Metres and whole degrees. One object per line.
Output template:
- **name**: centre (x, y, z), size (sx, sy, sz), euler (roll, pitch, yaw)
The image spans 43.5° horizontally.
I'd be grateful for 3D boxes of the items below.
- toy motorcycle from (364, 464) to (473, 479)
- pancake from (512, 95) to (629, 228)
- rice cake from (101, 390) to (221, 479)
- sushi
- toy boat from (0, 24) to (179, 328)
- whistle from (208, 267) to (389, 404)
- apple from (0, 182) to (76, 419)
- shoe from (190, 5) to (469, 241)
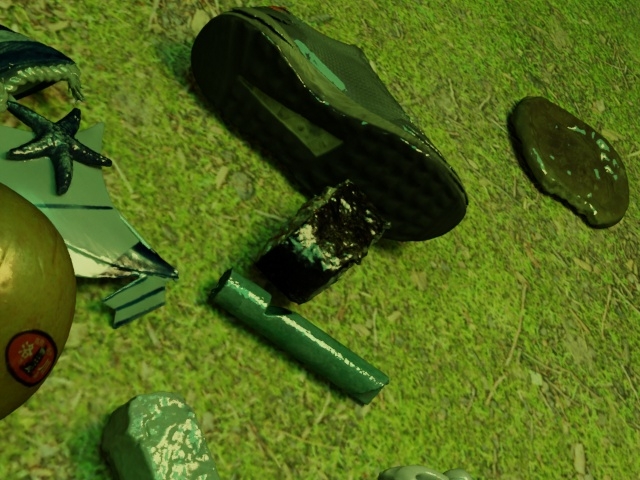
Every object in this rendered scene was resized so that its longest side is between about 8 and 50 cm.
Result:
- **toy motorcycle**: centre (0.109, 0.272, 0.697), size (0.229, 0.074, 0.151), euler (40, 49, 3)
- **pancake**: centre (0.382, -0.125, 1.207), size (0.236, 0.042, 0.222), euler (46, 46, -3)
- **rice cake**: centre (-0.099, 0.207, 0.579), size (0.063, 0.069, 0.206), euler (-10, 67, -42)
- **sushi**: centre (0.000, 0.000, 0.784), size (0.078, 0.090, 0.150), euler (51, 43, -4)
- **toy boat**: centre (-0.231, -0.070, 0.670), size (0.292, 0.070, 0.210), euler (32, 51, -22)
- **whistle**: centre (-0.017, 0.091, 0.744), size (0.186, 0.039, 0.039), euler (36, 45, -13)
- **apple**: centre (-0.248, 0.036, 0.503), size (0.182, 0.182, 0.155), euler (25, 64, -23)
- **shoe**: centre (0.026, -0.140, 0.888), size (0.336, 0.132, 0.171), euler (38, 35, -7)
